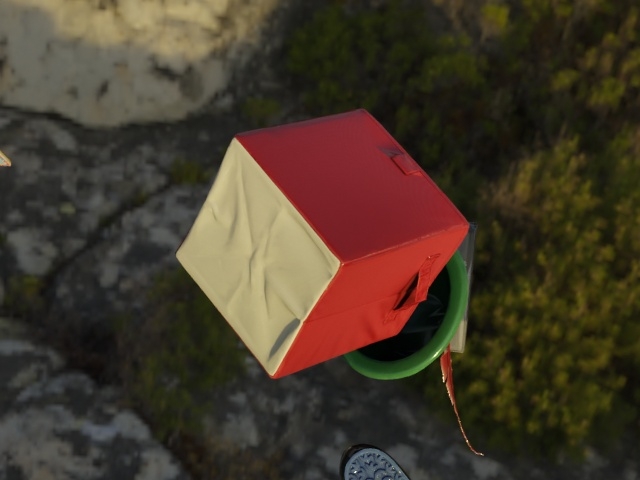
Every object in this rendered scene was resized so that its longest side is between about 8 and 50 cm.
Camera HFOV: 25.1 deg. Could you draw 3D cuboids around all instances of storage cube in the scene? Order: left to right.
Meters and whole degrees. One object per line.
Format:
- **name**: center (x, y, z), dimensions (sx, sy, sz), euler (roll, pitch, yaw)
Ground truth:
- **storage cube**: center (0.000, 0.000, 1.499), dimensions (0.193, 0.184, 0.215), euler (-16, 57, -43)

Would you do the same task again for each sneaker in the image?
- **sneaker**: center (0.100, 0.312, 1.530), dimensions (0.081, 0.090, 0.232), euler (-33, 91, -5)

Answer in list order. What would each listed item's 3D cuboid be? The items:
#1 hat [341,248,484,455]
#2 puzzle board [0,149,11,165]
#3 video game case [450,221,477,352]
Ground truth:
- **hat**: center (0.124, 0.107, 1.684), dimensions (0.173, 0.209, 0.183), euler (21, -7, 37)
- **puzzle board**: center (-0.341, -0.097, 1.253), dimensions (0.096, 0.128, 0.011), euler (2, 64, 22)
- **video game case**: center (0.081, 0.053, 2.081), dimensions (0.274, 0.196, 0.026), euler (7, 20, 9)
